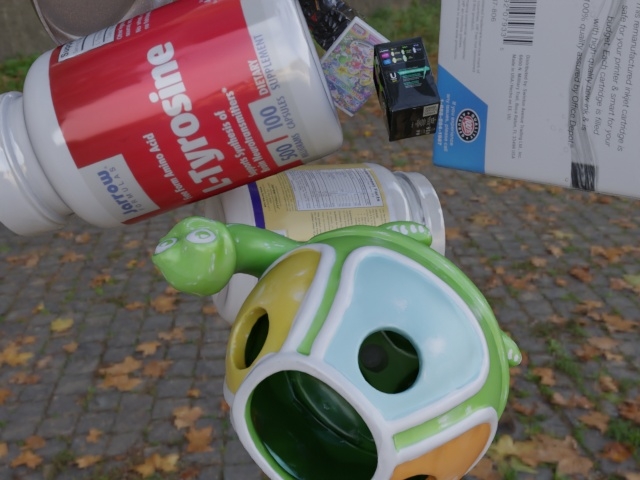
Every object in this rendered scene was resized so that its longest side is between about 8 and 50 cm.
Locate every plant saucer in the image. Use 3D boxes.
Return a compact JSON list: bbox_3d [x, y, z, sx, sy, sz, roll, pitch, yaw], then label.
[{"bbox_3d":[-0.279,-0.384,0.986,0.050,0.310,0.310,20,26,17],"label":"plant saucer"}]

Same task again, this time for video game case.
[{"bbox_3d":[0.046,-0.236,1.054,0.087,0.122,0.011,32,38,-18],"label":"video game case"}]

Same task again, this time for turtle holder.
[{"bbox_3d":[0.020,0.094,0.688,0.243,0.320,0.227,-21,5,28],"label":"turtle holder"}]

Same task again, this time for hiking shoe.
[{"bbox_3d":[0.020,-0.370,1.289,0.114,0.086,0.227,24,34,-46],"label":"hiking shoe"}]

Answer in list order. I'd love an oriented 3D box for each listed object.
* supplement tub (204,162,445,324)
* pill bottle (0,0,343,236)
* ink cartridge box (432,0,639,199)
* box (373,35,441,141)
[{"bbox_3d":[0.000,0.000,1.195,0.331,0.241,0.241,-4,20,-19],"label":"supplement tub"},{"bbox_3d":[-0.196,-0.150,0.922,0.408,0.229,0.229,-19,19,7],"label":"pill bottle"},{"bbox_3d":[0.358,-0.217,0.984,0.395,0.285,0.166,15,22,38],"label":"ink cartridge box"},{"bbox_3d":[0.087,-0.156,0.789,0.052,0.083,0.062,-11,-24,-2],"label":"box"}]
